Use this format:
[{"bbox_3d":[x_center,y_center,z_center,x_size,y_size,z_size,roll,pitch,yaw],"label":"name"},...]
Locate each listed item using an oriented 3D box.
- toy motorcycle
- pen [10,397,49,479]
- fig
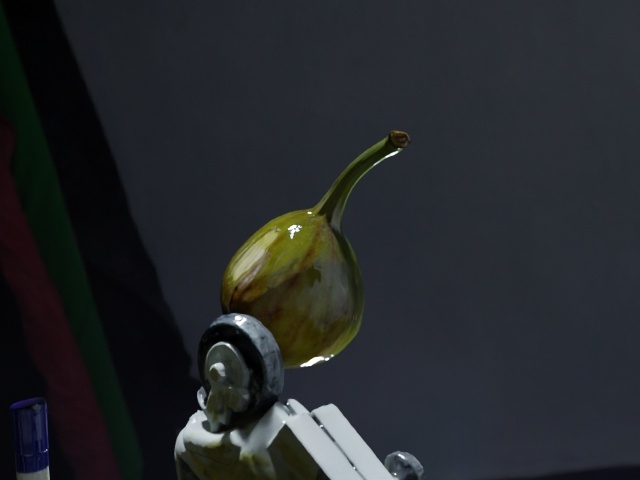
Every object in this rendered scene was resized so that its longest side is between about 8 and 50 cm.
[{"bbox_3d":[-0.021,0.159,0.475,0.074,0.151,0.229,-10,-125,-51],"label":"toy motorcycle"},{"bbox_3d":[-0.257,0.278,0.756,0.033,0.033,0.269,-42,-50,-82],"label":"pen"},{"bbox_3d":[0.000,0.000,0.752,0.245,0.149,0.149,-62,2,14],"label":"fig"}]
